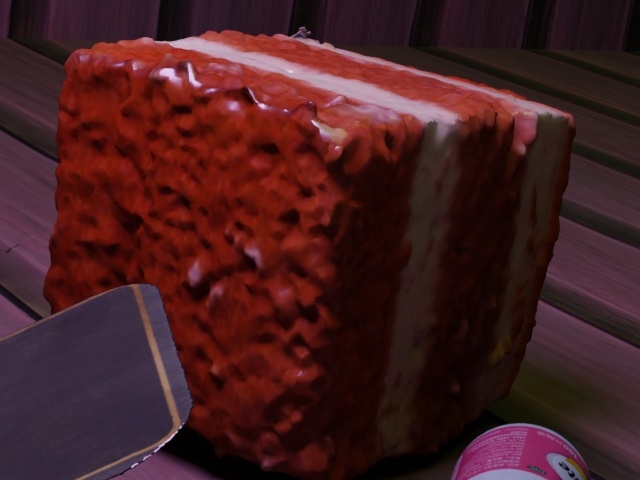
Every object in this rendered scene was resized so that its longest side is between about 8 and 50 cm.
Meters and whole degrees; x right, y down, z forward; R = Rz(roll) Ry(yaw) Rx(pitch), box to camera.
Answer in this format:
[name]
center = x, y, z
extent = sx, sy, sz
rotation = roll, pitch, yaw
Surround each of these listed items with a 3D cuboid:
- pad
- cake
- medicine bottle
[pad]
center = -0.245, 0.112, 0.842
extent = 0.375, 0.063, 0.315
rotation = -25, 21, -3
[cake]
center = 0.000, 0.000, 1.301
extent = 0.269, 0.270, 0.319
rotation = 20, 19, 36
[medicine bottle]
center = 0.108, 0.181, 1.039
extent = 0.090, 0.090, 0.217
rotation = 10, 16, 9
